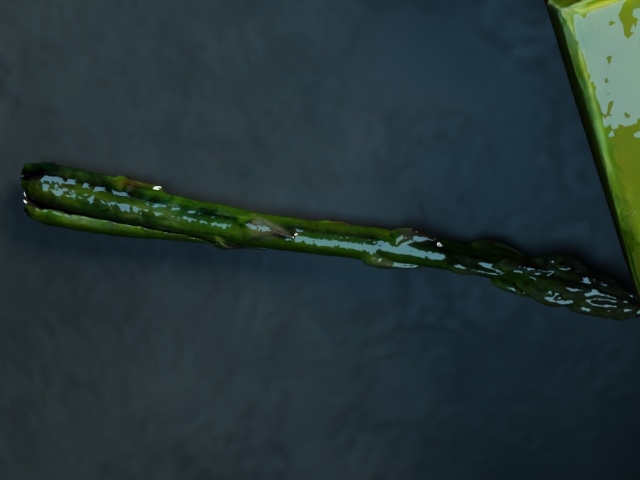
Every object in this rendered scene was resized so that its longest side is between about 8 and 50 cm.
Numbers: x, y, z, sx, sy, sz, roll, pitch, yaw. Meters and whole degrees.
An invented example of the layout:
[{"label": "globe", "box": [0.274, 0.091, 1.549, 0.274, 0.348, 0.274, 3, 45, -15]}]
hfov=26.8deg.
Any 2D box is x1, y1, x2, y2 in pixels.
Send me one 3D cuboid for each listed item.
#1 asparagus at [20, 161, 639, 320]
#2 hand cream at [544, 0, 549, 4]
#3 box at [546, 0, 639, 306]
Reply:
[{"label": "asparagus", "box": [0.000, 0.000, 0.482, 0.232, 0.022, 0.023, 10, 60, 13]}, {"label": "hand cream", "box": [0.115, -0.067, 0.426, 0.095, 0.059, 0.276, -29, 98, 15]}, {"label": "box", "box": [0.238, -0.037, 0.378, 0.311, 0.043, 0.173, -19, 103, 8]}]
